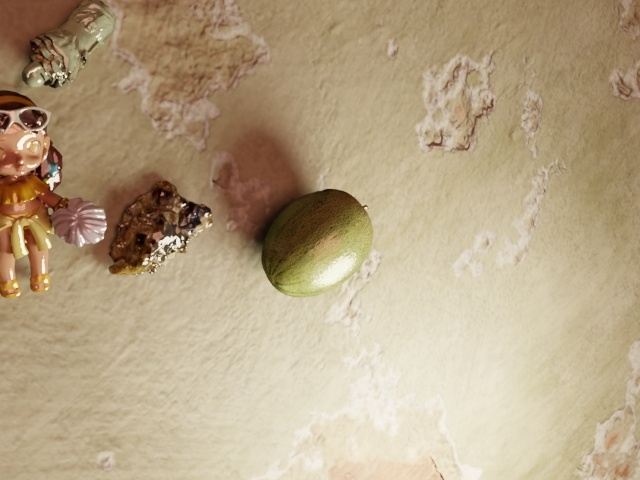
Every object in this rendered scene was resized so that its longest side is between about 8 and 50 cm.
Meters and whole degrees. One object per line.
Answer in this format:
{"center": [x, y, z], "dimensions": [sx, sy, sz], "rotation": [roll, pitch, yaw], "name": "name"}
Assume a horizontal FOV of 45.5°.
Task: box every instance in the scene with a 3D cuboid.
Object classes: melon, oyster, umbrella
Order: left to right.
{"center": [-0.302, -0.234, 0.917], "dimensions": [0.143, 0.062, 0.067], "rotation": [-52, 152, -28], "name": "umbrella"}
{"center": [-0.216, -0.006, 1.005], "dimensions": [0.103, 0.051, 0.148], "rotation": [41, 81, -23], "name": "oyster"}
{"center": [0.000, 0.000, 1.105], "dimensions": [0.192, 0.139, 0.139], "rotation": [-39, 115, -21], "name": "melon"}

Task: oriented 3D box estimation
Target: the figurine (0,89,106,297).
{"center": [-0.348, -0.048, 0.867], "dimensions": [0.174, 0.115, 0.240], "rotation": [-14, 108, -32], "name": "figurine"}
